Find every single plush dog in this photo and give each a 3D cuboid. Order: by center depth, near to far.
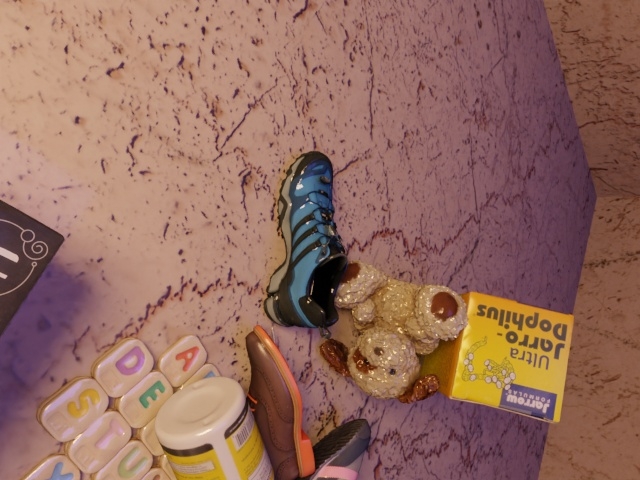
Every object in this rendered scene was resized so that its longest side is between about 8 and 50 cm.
[{"bbox_3d":[0.131,0.187,0.885,0.225,0.263,0.210,-68,157,-12],"label":"plush dog"}]

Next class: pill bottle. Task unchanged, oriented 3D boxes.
[{"bbox_3d":[-0.132,0.302,0.626,0.119,0.119,0.208,-33,117,-42],"label":"pill bottle"}]

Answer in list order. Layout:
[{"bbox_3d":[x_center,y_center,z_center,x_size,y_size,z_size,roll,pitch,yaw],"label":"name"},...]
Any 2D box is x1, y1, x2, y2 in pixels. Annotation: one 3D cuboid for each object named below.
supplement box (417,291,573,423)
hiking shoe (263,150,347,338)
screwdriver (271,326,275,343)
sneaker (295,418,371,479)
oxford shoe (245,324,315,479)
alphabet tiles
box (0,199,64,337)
[{"bbox_3d":[0.334,0.231,0.976,0.356,0.194,0.195,95,8,-80],"label":"supplement box"},{"bbox_3d":[0.000,0.000,0.770,0.113,0.132,0.303,10,85,-48],"label":"hiking shoe"},{"bbox_3d":[-0.069,0.231,0.793,0.024,0.025,0.169,-13,103,-47],"label":"screwdriver"},{"bbox_3d":[0.008,0.446,0.794,0.319,0.112,0.131,-33,90,-46],"label":"sneaker"},{"bbox_3d":[-0.084,0.267,0.725,0.099,0.097,0.271,-17,101,-20],"label":"oxford shoe"},{"bbox_3d":[-0.234,0.275,0.617,0.278,0.021,0.283,-43,122,-38],"label":"alphabet tiles"},{"bbox_3d":[-0.357,0.063,0.359,0.142,0.164,0.247,45,61,-44],"label":"box"}]
